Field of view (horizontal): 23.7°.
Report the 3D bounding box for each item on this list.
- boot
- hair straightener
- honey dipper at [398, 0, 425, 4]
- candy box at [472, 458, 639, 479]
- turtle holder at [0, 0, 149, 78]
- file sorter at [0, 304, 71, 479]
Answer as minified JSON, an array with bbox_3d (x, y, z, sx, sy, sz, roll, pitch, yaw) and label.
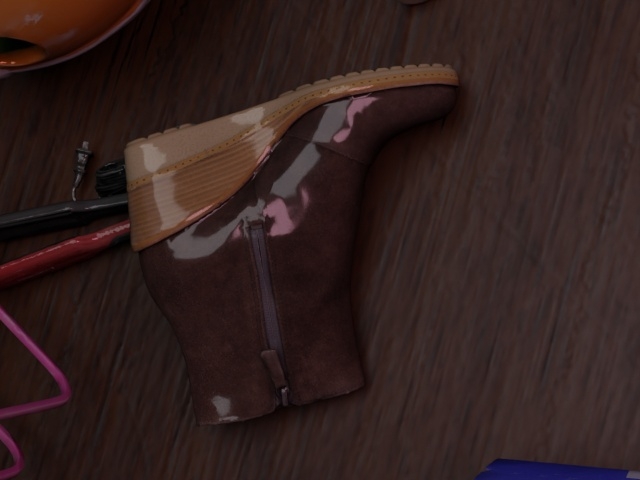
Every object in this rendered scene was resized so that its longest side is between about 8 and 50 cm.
[{"bbox_3d":[0.000,0.000,1.047,0.248,0.090,0.207,-18,92,-2],"label":"boot"},{"bbox_3d":[-0.162,-0.037,1.117,0.230,0.047,0.089,-20,73,14],"label":"hair straightener"},{"bbox_3d":[0.052,-0.247,1.097,0.030,0.030,0.161,-18,71,15],"label":"honey dipper"},{"bbox_3d":[0.204,0.298,0.839,0.268,0.122,0.317,4,97,20],"label":"candy box"},{"bbox_3d":[-0.244,-0.265,1.093,0.320,0.243,0.227,40,111,13],"label":"turtle holder"},{"bbox_3d":[-0.340,0.156,1.037,0.182,0.202,0.291,44,106,16],"label":"file sorter"}]
